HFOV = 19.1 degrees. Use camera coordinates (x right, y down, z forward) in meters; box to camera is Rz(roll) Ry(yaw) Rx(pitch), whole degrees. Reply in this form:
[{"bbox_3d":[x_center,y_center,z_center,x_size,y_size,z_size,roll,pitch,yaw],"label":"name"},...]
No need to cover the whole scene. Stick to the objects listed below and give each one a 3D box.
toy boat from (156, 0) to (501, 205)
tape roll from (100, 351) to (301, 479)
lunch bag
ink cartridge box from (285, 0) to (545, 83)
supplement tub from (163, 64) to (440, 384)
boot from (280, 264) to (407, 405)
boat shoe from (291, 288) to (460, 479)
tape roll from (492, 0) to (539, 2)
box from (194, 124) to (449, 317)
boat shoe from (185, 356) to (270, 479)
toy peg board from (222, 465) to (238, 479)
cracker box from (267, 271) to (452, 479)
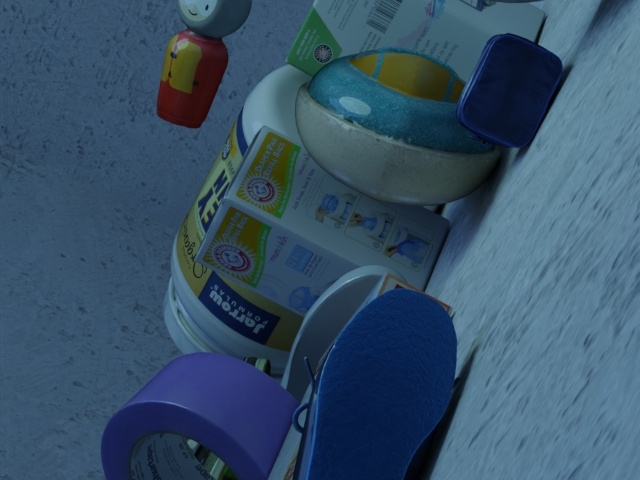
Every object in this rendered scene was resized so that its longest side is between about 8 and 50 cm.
[{"bbox_3d":[0.014,-0.139,1.701,0.267,0.318,0.148,-91,18,-76],"label":"toy boat"},{"bbox_3d":[-0.090,0.195,1.633,0.080,0.189,0.189,-43,-11,-44],"label":"tape roll"},{"bbox_3d":[0.155,-0.122,1.589,0.098,0.067,0.065,-63,3,6],"label":"lunch bag"},{"bbox_3d":[0.096,-0.204,1.917,0.154,0.212,0.093,-61,0,40],"label":"ink cartridge box"},{"bbox_3d":[-0.025,-0.007,2.027,0.316,0.228,0.228,-60,4,38],"label":"supplement tub"},{"bbox_3d":[0.011,0.101,1.733,0.123,0.095,0.258,-81,17,-58],"label":"boot"},{"bbox_3d":[0.015,0.146,1.278,0.258,0.109,0.089,-62,-1,-35],"label":"boat shoe"},{"bbox_3d":[0.168,-0.326,1.517,0.246,0.246,0.169,-63,3,-7],"label":"tape roll"},{"bbox_3d":[0.000,0.000,1.799,0.103,0.203,0.114,-65,4,-39],"label":"box"},{"bbox_3d":[-0.116,0.216,1.942,0.080,0.073,0.223,78,-149,-72],"label":"boat shoe"},{"bbox_3d":[-0.064,0.245,1.892,0.161,0.079,0.160,-64,4,-38],"label":"toy peg board"},{"bbox_3d":[0.015,0.159,1.490,0.232,0.067,0.155,-66,6,-36],"label":"cracker box"}]
